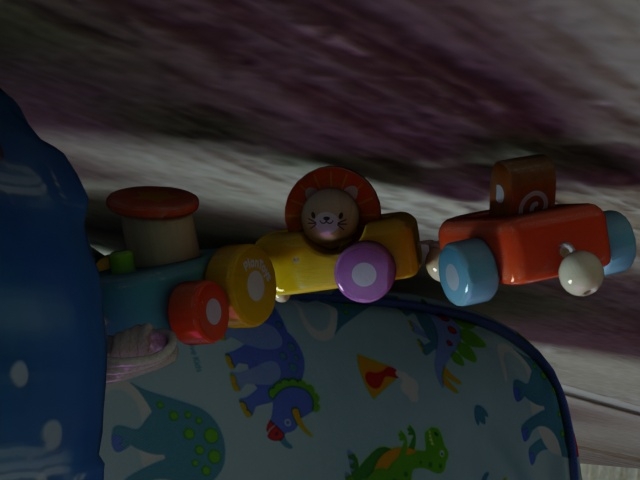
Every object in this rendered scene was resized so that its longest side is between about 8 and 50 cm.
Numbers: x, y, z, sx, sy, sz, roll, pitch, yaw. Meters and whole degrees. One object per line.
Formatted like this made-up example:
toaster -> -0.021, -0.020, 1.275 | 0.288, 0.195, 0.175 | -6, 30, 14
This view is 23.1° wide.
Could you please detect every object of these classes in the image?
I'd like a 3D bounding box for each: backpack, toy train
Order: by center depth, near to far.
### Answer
toy train -> 0.000, 0.000, 0.462 | 0.166, 0.046, 0.125 | -10, -175, -19
backpack -> -0.048, 0.136, 0.711 | 0.273, 0.290, 0.355 | -17, 165, 34

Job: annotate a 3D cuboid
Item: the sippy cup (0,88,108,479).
sippy cup -> -0.179, 0.031, 0.359 | 0.224, 0.305, 0.240 | 1, 149, -49
